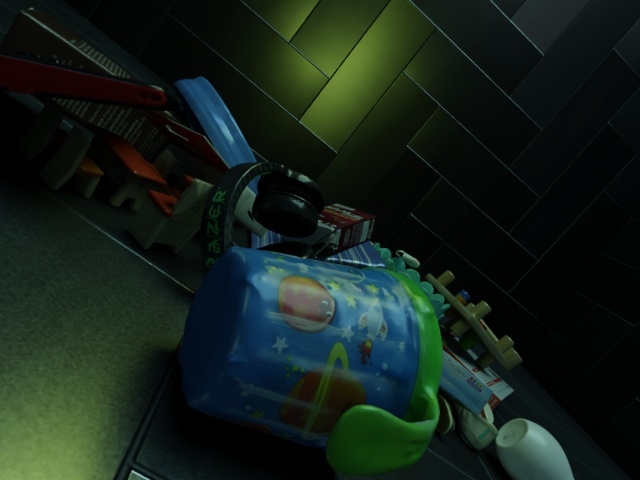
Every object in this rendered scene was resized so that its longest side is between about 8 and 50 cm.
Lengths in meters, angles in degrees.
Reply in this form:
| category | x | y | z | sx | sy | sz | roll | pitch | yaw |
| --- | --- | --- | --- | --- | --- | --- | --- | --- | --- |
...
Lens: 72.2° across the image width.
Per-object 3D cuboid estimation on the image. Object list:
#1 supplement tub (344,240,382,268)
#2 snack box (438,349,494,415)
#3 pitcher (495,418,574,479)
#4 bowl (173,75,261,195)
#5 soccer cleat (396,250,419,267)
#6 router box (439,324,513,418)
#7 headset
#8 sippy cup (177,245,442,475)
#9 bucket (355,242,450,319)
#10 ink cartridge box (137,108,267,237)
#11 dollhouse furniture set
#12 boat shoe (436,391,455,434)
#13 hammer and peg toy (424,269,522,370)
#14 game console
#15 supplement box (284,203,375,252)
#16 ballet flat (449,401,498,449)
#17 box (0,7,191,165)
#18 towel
| category | x | y | z | sx | sy | sz | roll | pitch | yaw |
| --- | --- | --- | --- | --- | --- | --- | --- | --- | --- |
| supplement tub | 0.153 | 0.069 | 1.605 | 0.199 | 0.144 | 0.144 | 32 | 12 | -40 |
| snack box | 0.268 | 0.299 | 1.009 | 0.174 | 0.070 | 0.207 | 40 | -11 | 1 |
| pitcher | 0.465 | 0.497 | 0.912 | 0.207 | 0.125 | 0.178 | 51 | 25 | 1 |
| bowl | -0.253 | -0.241 | 1.160 | 0.391 | 0.077 | 0.391 | 56 | -11 | 18 |
| soccer cleat | 0.262 | 0.056 | 1.324 | 0.035 | 0.029 | 0.083 | 13 | 22 | -50 |
| router box | 0.436 | 0.392 | 1.365 | 0.301 | 0.082 | 0.335 | 45 | 11 | 30 |
| headset | -0.086 | -0.002 | 0.813 | 0.185 | 0.244 | 0.394 | 2 | -4 | 30 |
| sippy cup | -0.026 | 0.117 | 0.494 | 0.224 | 0.305 | 0.240 | 22 | 60 | -29 |
| bucket | 0.202 | 0.160 | 1.246 | 0.281 | 0.183 | 0.281 | 38 | 9 | -7 |
| ink cartridge box | -0.259 | -0.146 | 0.920 | 0.296 | 0.066 | 0.261 | 30 | -11 | 38 |
| dollhouse furniture set | -0.293 | -0.112 | 0.730 | 0.259 | 0.135 | 0.262 | 43 | 10 | 21 |
| boat shoe | 0.252 | 0.351 | 0.915 | 0.049 | 0.056 | 0.152 | 32 | 10 | -10 |
| hammer and peg toy | 0.469 | 0.272 | 1.376 | 0.361 | 0.127 | 0.266 | 48 | 4 | -31 |
| game console | -0.395 | -0.245 | 0.662 | 0.341 | 0.060 | 0.386 | 3 | 16 | -16 |
| supplement box | 0.030 | -0.034 | 1.126 | 0.130 | 0.073 | 0.239 | 20 | 20 | 27 |
| ballet flat | 0.357 | 0.397 | 1.031 | 0.086 | 0.086 | 0.248 | 39 | 9 | 0 |
| box | -0.502 | -0.339 | 1.010 | 0.381 | 0.143 | 0.191 | 36 | 10 | -32 |
| towel | -0.014 | 0.014 | 1.137 | 0.335 | 0.040 | 0.243 | 8 | 18 | -11 |
